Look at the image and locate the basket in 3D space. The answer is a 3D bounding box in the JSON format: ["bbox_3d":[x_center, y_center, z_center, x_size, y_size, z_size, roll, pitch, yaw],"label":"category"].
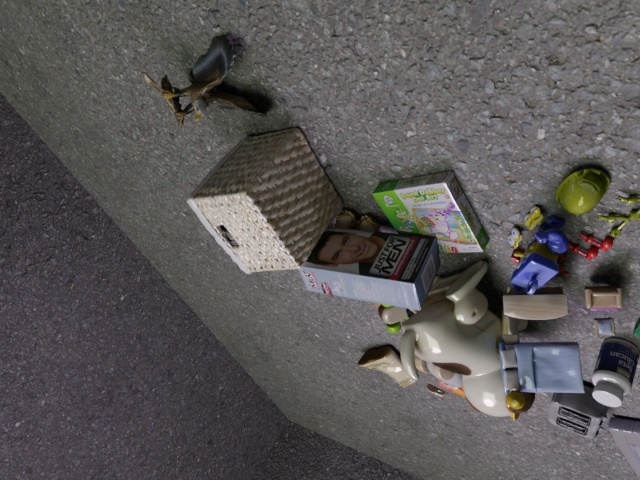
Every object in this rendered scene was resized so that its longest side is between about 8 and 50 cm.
[{"bbox_3d":[-0.152,-0.119,1.543,0.266,0.331,0.328,-3,132,40],"label":"basket"}]

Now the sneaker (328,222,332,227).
[{"bbox_3d":[0.001,0.000,1.781,0.102,0.161,0.282,6,180,-9],"label":"sneaker"}]

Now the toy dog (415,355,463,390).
[{"bbox_3d":[0.501,0.454,1.837,0.220,0.161,0.333,15,165,45],"label":"toy dog"}]

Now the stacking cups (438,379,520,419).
[{"bbox_3d":[0.612,0.585,1.953,0.316,0.096,0.096,15,144,37],"label":"stacking cups"}]

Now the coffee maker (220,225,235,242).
[{"bbox_3d":[-0.315,-0.078,1.960,0.178,0.120,0.171,-9,126,50],"label":"coffee maker"}]

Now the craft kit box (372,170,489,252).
[{"bbox_3d":[0.304,-0.068,1.401,0.249,0.061,0.247,-5,128,48],"label":"craft kit box"}]

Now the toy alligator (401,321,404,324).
[{"bbox_3d":[0.350,0.333,1.913,0.190,0.056,0.051,60,-175,-36],"label":"toy alligator"}]

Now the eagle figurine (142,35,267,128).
[{"bbox_3d":[-0.315,-0.429,1.457,0.298,0.225,0.226,-15,173,19],"label":"eagle figurine"}]

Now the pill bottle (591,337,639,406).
[{"bbox_3d":[0.793,0.357,1.362,0.094,0.169,0.094,26,148,17],"label":"pill bottle"}]

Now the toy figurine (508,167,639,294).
[{"bbox_3d":[0.537,0.036,1.139,0.191,0.217,0.363,32,150,8],"label":"toy figurine"}]

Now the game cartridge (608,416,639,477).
[{"bbox_3d":[1.108,0.703,1.629,0.230,0.068,0.355,-4,131,54],"label":"game cartridge"}]

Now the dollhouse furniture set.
[{"bbox_3d":[0.579,0.271,1.218,0.286,0.198,0.304,-4,89,24],"label":"dollhouse furniture set"}]

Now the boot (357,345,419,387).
[{"bbox_3d":[0.300,0.571,2.251,0.203,0.095,0.262,41,145,-9],"label":"boot"}]

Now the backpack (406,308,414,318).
[{"bbox_3d":[0.350,0.242,1.689,0.114,0.084,0.105,-47,58,54],"label":"backpack"}]

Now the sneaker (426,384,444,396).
[{"bbox_3d":[0.506,0.669,2.228,0.083,0.032,0.037,24,147,23],"label":"sneaker"}]

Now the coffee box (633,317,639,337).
[{"bbox_3d":[0.876,0.224,1.220,0.184,0.040,0.113,20,147,27],"label":"coffee box"}]

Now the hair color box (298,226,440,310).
[{"bbox_3d":[0.140,0.072,1.485,0.374,0.185,0.114,6,135,32],"label":"hair color box"}]

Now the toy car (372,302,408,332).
[{"bbox_3d":[0.244,0.206,1.804,0.188,0.148,0.155,42,154,52],"label":"toy car"}]

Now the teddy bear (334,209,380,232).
[{"bbox_3d":[0.144,0.041,1.682,0.245,0.113,0.338,-2,124,40],"label":"teddy bear"}]

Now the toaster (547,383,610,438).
[{"bbox_3d":[0.829,0.536,1.632,0.185,0.110,0.168,17,144,31],"label":"toaster"}]

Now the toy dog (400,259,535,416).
[{"bbox_3d":[0.455,0.322,1.466,0.408,0.395,0.284,49,140,-4],"label":"toy dog"}]
